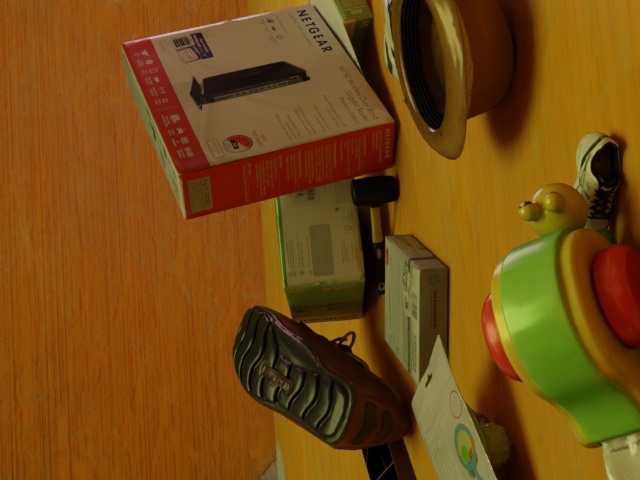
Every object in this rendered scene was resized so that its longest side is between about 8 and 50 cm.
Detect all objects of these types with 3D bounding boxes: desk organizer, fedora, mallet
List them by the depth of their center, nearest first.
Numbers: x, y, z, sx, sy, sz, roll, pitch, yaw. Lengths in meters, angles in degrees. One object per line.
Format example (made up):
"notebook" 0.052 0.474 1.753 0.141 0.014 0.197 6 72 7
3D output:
"fedora" 0.127 -0.174 1.040 0.194 0.079 0.194 165 90 -78
"desk organizer" 0.092 0.309 1.553 0.130 0.050 0.047 -107 17 -58
"mallet" 0.089 -0.008 1.560 0.039 0.062 0.189 -100 -4 -58

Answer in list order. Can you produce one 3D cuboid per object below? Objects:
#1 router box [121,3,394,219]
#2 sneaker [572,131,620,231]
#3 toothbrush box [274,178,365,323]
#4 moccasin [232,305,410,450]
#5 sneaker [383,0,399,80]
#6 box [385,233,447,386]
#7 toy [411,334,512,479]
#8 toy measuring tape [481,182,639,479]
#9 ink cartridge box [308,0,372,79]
"router box" -0.096 -0.195 1.589 0.335 0.301 0.082 -120 20 -44
"sneaker" 0.199 -0.036 0.808 0.037 0.032 0.083 -128 36 -76
"toothbrush box" 0.000 0.000 1.709 0.283 0.122 0.206 78 -174 -76
"moccasin" -0.006 0.192 1.631 0.380 0.147 0.139 18 92 54
"sneaker" 0.104 -0.275 1.154 0.153 0.094 0.234 -136 44 -75
"box" 0.115 0.082 1.377 0.186 0.038 0.145 -130 39 -74
"toy" 0.158 0.223 1.089 0.137 0.056 0.237 103 157 -50
"toy measuring tape" 0.173 0.106 0.720 0.121 0.121 0.330 105 161 -63
"ink cartridge box" 0.042 -0.283 1.690 0.171 0.056 0.235 104 147 -63
